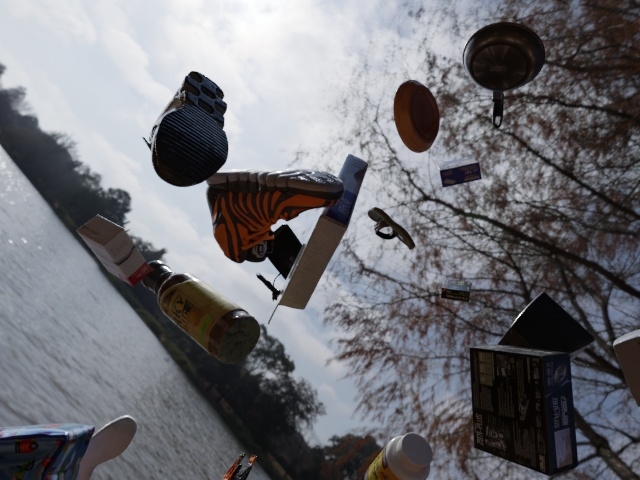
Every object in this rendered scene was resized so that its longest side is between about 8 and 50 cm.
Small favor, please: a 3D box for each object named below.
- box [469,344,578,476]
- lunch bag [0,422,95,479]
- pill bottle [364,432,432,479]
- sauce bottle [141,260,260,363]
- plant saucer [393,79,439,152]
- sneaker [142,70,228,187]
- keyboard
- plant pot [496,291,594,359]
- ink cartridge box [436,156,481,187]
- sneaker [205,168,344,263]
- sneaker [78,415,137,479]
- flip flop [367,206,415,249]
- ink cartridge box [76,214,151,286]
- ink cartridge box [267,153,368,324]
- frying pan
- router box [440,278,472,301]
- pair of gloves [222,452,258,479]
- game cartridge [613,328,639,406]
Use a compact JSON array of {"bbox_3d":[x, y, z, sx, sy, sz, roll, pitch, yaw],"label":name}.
[{"bbox_3d":[0.341,0.277,0.732,0.147,0.077,0.180,-14,-106,59],"label":"box"},{"bbox_3d":[-0.589,0.378,0.748,0.292,0.138,0.221,14,-23,-11],"label":"lunch bag"},{"bbox_3d":[0.201,0.583,1.090,0.117,0.117,0.215,39,-52,24],"label":"pill bottle"},{"bbox_3d":[-0.277,0.140,0.929,0.344,0.111,0.112,23,-35,37],"label":"sauce bottle"},{"bbox_3d":[0.273,-0.343,1.178,0.037,0.200,0.200,-3,-56,46],"label":"plant saucer"},{"bbox_3d":[-0.251,-0.174,0.777,0.122,0.146,0.331,36,29,-28],"label":"sneaker"},{"bbox_3d":[-0.127,0.094,1.455,0.033,0.201,0.317,35,-16,38],"label":"keyboard"},{"bbox_3d":[0.651,0.303,1.290,0.188,0.166,0.188,53,-27,33],"label":"plant pot"},{"bbox_3d":[0.365,-0.186,1.143,0.097,0.207,0.046,-11,-78,16],"label":"ink cartridge box"},{"bbox_3d":[-0.090,-0.043,0.817,0.320,0.124,0.180,8,-74,38],"label":"sneaker"},{"bbox_3d":[-0.513,0.471,0.976,0.080,0.212,0.094,50,-10,-26],"label":"sneaker"},{"bbox_3d":[0.245,-0.038,1.575,0.112,0.080,0.277,43,4,-42],"label":"flip flop"},{"bbox_3d":[-0.437,0.022,0.913,0.099,0.056,0.135,22,-35,28],"label":"ink cartridge box"},{"bbox_3d":[0.000,0.000,1.011,0.071,0.324,0.330,24,-55,-2],"label":"ink cartridge box"},{"bbox_3d":[0.448,-0.423,1.133,0.197,0.053,0.326,23,-25,6],"label":"frying pan"},{"bbox_3d":[0.463,0.169,1.456,0.092,0.122,0.038,7,-77,20],"label":"router box"},{"bbox_3d":[-0.146,0.414,0.759,0.010,0.074,0.083,46,-37,-10],"label":"pair of gloves"},{"bbox_3d":[0.835,0.275,0.940,0.294,0.060,0.196,-21,-87,47],"label":"game cartridge"}]
